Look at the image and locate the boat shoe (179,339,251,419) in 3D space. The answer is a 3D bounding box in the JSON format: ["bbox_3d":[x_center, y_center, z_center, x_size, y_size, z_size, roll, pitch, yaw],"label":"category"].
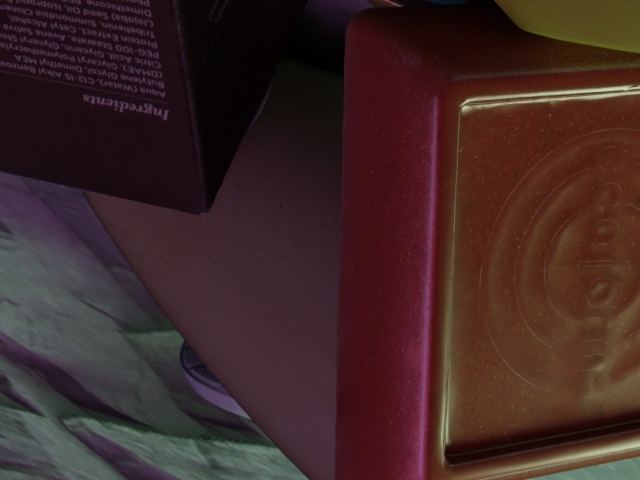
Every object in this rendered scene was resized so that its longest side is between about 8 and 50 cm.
[{"bbox_3d":[0.042,0.109,1.140,0.302,0.109,0.094,3,141,18],"label":"boat shoe"}]

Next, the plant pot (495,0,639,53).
[{"bbox_3d":[0.136,-0.200,0.640,0.212,0.212,0.187,42,150,-25],"label":"plant pot"}]

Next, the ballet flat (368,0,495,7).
[{"bbox_3d":[0.094,-0.135,0.836,0.232,0.080,0.073,16,154,8],"label":"ballet flat"}]

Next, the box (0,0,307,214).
[{"bbox_3d":[-0.101,-0.213,0.739,0.143,0.191,0.381,11,141,14],"label":"box"}]

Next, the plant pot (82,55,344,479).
[{"bbox_3d":[0.000,0.000,0.943,0.274,0.256,0.256,36,143,6],"label":"plant pot"}]

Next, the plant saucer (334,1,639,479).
[{"bbox_3d":[0.135,0.009,0.773,0.047,0.259,0.258,31,124,59],"label":"plant saucer"}]
